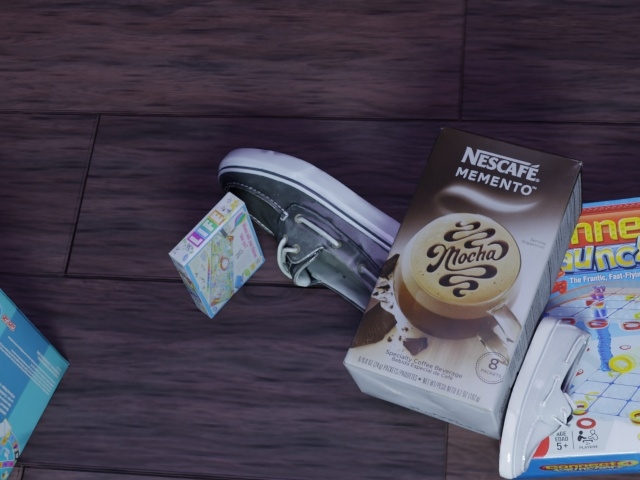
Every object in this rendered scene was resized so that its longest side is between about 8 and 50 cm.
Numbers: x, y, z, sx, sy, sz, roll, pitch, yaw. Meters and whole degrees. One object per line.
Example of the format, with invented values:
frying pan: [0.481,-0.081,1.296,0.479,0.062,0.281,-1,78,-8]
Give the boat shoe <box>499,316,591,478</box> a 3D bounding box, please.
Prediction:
boat shoe: [0.239,0.169,1.164,0.063,0.066,0.184,14,59,23]

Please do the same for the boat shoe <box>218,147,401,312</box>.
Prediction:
boat shoe: [0.000,0.000,1.345,0.335,0.121,0.119,29,66,17]

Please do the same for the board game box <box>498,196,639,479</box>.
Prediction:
board game box: [0.348,0.104,1.246,0.308,0.086,0.302,-7,63,13]

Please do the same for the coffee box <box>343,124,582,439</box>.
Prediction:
coffee box: [0.163,0.042,1.210,0.168,0.119,0.297,16,70,20]

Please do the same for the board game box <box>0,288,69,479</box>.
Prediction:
board game box: [-0.425,0.225,1.210,0.079,0.254,0.336,18,67,16]

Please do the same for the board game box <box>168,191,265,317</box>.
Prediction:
board game box: [-0.121,0.021,1.332,0.026,0.154,0.103,36,72,22]
